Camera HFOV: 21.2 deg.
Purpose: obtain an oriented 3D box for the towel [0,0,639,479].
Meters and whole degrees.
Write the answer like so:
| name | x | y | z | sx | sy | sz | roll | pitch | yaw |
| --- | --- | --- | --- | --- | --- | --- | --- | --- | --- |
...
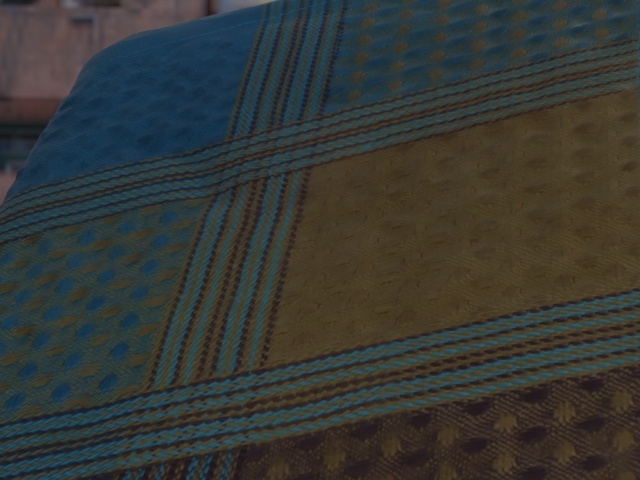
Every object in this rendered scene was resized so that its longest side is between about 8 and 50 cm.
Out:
| name | x | y | z | sx | sy | sz | roll | pitch | yaw |
| --- | --- | --- | --- | --- | --- | --- | --- | --- | --- |
| towel | 0.000 | 0.000 | 0.567 | 0.370 | 0.271 | 0.040 | -77 | 151 | -57 |
